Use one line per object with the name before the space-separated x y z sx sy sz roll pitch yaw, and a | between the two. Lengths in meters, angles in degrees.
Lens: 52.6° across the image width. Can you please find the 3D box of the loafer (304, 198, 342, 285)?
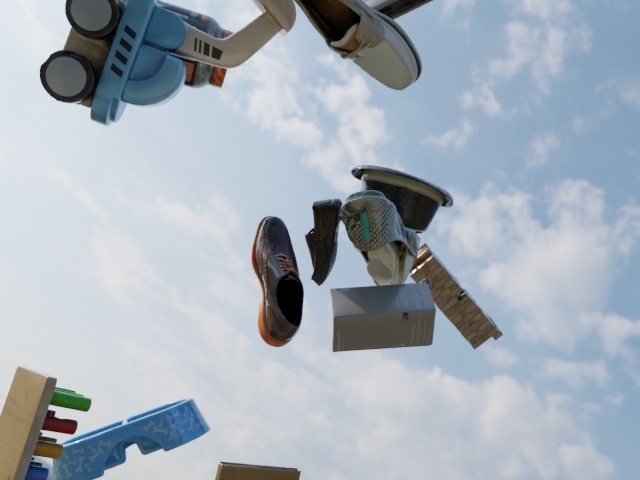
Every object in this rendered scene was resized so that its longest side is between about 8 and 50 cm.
loafer | 0.000 0.000 1.547 0.078 0.080 0.220 12 -74 10

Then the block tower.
block tower | 0.380 0.168 1.868 0.097 0.091 0.335 -41 -78 12

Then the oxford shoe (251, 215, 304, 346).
oxford shoe | -0.070 0.063 1.254 0.097 0.271 0.098 6 -28 -29

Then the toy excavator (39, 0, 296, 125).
toy excavator | -0.325 -0.426 1.440 0.445 0.432 0.222 21 5 -15

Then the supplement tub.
supplement tub | -0.392 -0.513 1.682 0.316 0.193 0.193 14 -28 -14

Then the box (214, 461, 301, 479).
box | -0.127 0.502 1.150 0.164 0.201 0.021 17 -9 -31

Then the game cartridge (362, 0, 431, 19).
game cartridge | 0.162 -0.558 1.382 0.297 0.198 0.062 -21 -44 18

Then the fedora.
fedora | 0.234 -0.113 2.000 0.334 0.152 0.334 18 -5 2

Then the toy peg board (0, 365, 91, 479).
toy peg board | -0.406 0.275 0.937 0.079 0.160 0.161 24 -18 -35

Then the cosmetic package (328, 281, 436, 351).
cosmetic package | 0.137 0.178 1.504 0.238 0.107 0.127 -7 -50 -5

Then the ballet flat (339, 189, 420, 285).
ballet flat | 0.154 0.026 1.595 0.164 0.181 0.483 -10 -15 14

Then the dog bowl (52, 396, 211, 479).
dog bowl | -0.362 0.378 1.232 0.166 0.297 0.074 145 -73 -72

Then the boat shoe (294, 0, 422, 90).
boat shoe | 0.057 -0.372 1.160 0.302 0.103 0.113 40 -46 -16
